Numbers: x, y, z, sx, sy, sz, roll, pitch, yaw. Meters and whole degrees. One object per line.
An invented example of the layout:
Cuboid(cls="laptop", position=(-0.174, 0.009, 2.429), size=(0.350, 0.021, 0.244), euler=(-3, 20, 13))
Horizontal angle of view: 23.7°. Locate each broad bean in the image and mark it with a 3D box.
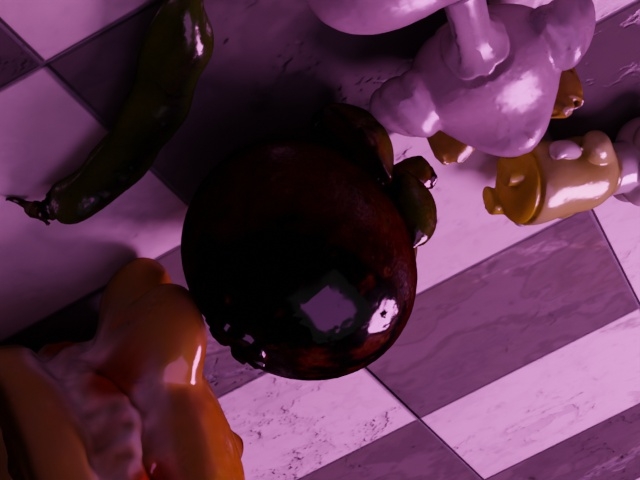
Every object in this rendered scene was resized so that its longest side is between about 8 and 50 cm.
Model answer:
Cuboid(cls="broad bean", position=(-0.120, -0.076, 0.959), size=(0.069, 0.039, 0.227), euler=(12, 136, -36))

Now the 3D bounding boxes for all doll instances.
Cuboid(cls="doll", position=(0.208, -0.053, 1.191), size=(0.162, 0.062, 0.106), euler=(-10, 152, -20))
Cuboid(cls="doll", position=(0.085, -0.142, 0.935), size=(0.160, 0.094, 0.365), euler=(-24, 150, 8))

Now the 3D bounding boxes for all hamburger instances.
Cuboid(cls="hamburger", position=(-0.156, 0.169, 1.144), size=(0.186, 0.261, 0.302), euler=(-17, 109, -20))

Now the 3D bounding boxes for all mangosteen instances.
Cuboid(cls="mangosteen", position=(0.000, 0.000, 1.052), size=(0.200, 0.200, 0.200), euler=(-17, 149, -10))
